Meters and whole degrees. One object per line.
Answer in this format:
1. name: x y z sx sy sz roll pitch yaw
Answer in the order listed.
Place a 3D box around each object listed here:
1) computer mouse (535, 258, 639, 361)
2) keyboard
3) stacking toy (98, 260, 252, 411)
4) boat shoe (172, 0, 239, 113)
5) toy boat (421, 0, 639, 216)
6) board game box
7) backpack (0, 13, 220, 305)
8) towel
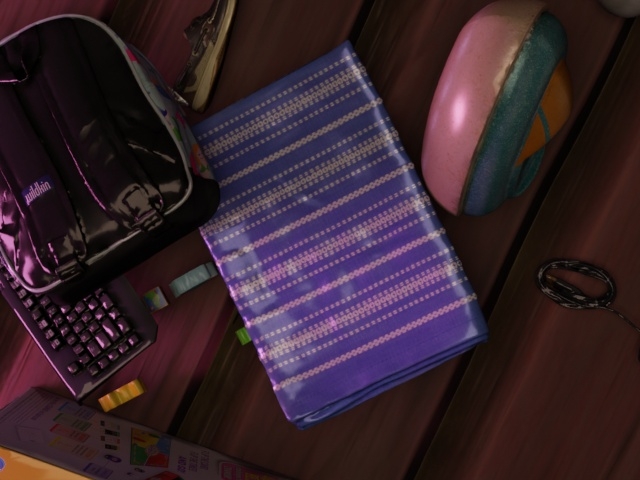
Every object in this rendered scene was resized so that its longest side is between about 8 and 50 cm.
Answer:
1. computer mouse: 0.330 0.093 1.918 0.242 0.041 0.071 36 100 8
2. keyboard: -0.326 0.037 1.932 0.201 0.033 0.317 -40 71 8
3. stacking toy: -0.167 0.061 1.956 0.221 0.052 0.167 -27 88 2
4. boat shoe: -0.120 -0.210 1.920 0.049 0.056 0.152 16 97 -1
5. toy boat: 0.217 -0.176 1.816 0.148 0.267 0.318 25 66 9
6. board game box: -0.190 0.252 1.882 0.317 0.242 0.064 19 99 4
7. backpack: -0.237 -0.088 1.828 0.225 0.191 0.253 -32 80 8
8. towel: 0.000 0.000 1.870 0.243 0.040 0.336 -27 88 20
